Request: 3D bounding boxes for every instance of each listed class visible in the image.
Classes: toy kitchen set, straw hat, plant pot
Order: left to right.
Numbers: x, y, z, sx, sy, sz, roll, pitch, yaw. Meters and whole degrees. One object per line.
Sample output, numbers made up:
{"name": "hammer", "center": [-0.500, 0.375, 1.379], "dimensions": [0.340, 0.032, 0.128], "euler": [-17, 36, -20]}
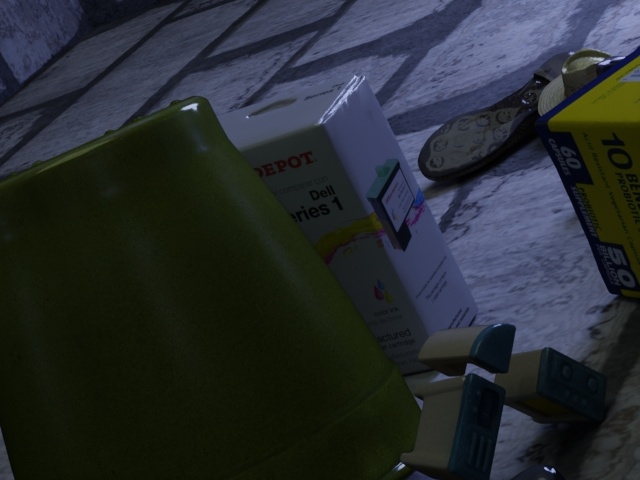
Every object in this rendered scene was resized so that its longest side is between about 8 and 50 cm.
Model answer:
{"name": "plant pot", "center": [-0.136, 0.079, 1.558], "dimensions": [0.366, 0.353, 0.366], "euler": [-24, 5, 2]}
{"name": "toy kitchen set", "center": [0.163, 0.180, 1.458], "dimensions": [0.122, 0.166, 0.207], "euler": [-8, 63, 46]}
{"name": "straw hat", "center": [0.320, -0.193, 2.167], "dimensions": [0.144, 0.061, 0.144], "euler": [-14, 40, 12]}

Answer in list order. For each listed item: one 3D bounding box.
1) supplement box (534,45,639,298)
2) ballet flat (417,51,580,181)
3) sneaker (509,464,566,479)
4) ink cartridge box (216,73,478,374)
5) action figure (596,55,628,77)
{"name": "supplement box", "center": [0.390, -0.065, 1.586], "dimensions": [0.195, 0.194, 0.356], "euler": [-35, 20, -24]}
{"name": "ballet flat", "center": [0.230, -0.143, 2.252], "dimensions": [0.250, 0.058, 0.084], "euler": [-36, 55, -10]}
{"name": "sneaker", "center": [0.077, 0.231, 1.287], "dimensions": [0.223, 0.098, 0.083], "euler": [-48, 21, -2]}
{"name": "ink cartridge box", "center": [0.000, 0.000, 1.815], "dimensions": [0.201, 0.278, 0.117], "euler": [-15, 21, 33]}
{"name": "action figure", "center": [0.413, -0.152, 1.822], "dimensions": [0.285, 0.185, 0.099], "euler": [-8, -3, 40]}
